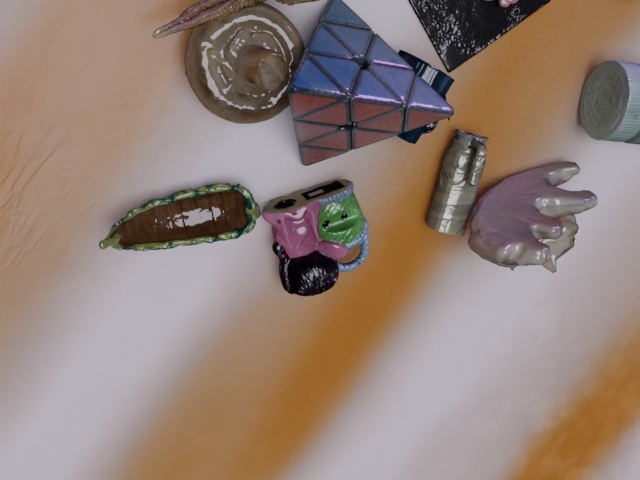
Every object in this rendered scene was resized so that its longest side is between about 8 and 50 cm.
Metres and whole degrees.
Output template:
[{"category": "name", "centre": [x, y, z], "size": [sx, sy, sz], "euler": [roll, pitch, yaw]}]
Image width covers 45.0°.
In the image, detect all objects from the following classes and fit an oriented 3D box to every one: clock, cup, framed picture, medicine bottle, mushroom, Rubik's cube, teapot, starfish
[{"category": "clock", "centre": [0.000, 0.000, 1.475], "size": [0.194, 0.100, 0.196], "euler": [-18, 113, -10]}, {"category": "cup", "centre": [0.176, -0.254, 1.428], "size": [0.150, 0.113, 0.138], "euler": [26, 102, -19]}, {"category": "framed picture", "centre": [0.260, -0.511, 1.419], "size": [0.244, 0.013, 0.324], "euler": [-36, 113, -2]}, {"category": "medicine bottle", "centre": [0.697, -0.264, 1.540], "size": [0.318, 0.158, 0.158], "euler": [4, 107, -16]}, {"category": "mushroom", "centre": [-0.115, -0.291, 1.283], "size": [0.207, 0.215, 0.207], "euler": [-7, 111, -19]}, {"category": "Rubik's cube", "centre": [0.045, -0.254, 1.332], "size": [0.229, 0.228, 0.233], "euler": [-40, 121, -9]}, {"category": "teapot", "centre": [0.272, -0.111, 1.505], "size": [0.077, 0.107, 0.200], "euler": [10, 105, -14]}, {"category": "starfish", "centre": [-0.083, -0.440, 1.219], "size": [0.398, 0.384, 0.132], "euler": [2, 125, 2]}]

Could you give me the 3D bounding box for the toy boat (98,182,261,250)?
[{"category": "toy boat", "centre": [-0.257, -0.036, 1.397], "size": [0.292, 0.099, 0.109], "euler": [-13, 110, -19]}]

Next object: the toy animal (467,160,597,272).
[{"category": "toy animal", "centre": [0.405, 0.000, 1.497], "size": [0.266, 0.308, 0.188], "euler": [-3, 125, -4]}]

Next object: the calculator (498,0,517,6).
[{"category": "calculator", "centre": [0.312, -0.503, 1.417], "size": [0.103, 0.024, 0.166], "euler": [-37, 111, -1]}]
